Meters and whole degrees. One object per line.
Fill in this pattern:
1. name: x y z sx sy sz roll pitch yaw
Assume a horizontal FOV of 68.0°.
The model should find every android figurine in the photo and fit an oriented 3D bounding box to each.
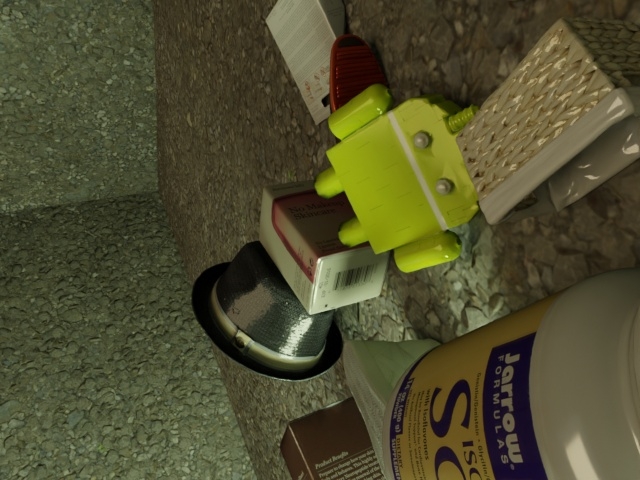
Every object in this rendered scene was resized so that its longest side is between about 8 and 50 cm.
1. android figurine: 0.108 -0.081 0.629 0.273 0.056 0.248 -21 96 46

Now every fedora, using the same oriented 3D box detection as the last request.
1. fedora: -0.082 0.111 0.946 0.334 0.334 0.152 55 128 39

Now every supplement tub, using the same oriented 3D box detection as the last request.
1. supplement tub: 0.222 0.165 0.388 0.241 0.241 0.331 68 153 19

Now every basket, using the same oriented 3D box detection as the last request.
1. basket: 0.217 -0.103 0.429 0.103 0.113 0.167 69 152 22

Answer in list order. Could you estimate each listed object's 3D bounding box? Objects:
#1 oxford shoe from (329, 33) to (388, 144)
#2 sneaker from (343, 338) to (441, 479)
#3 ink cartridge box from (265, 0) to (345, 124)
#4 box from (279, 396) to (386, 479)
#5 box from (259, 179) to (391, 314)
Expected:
1. oxford shoe: 0.051 -0.178 0.753 0.098 0.097 0.271 -170 70 -68
2. sneaker: 0.147 0.226 0.635 0.292 0.169 0.108 -115 27 -60
3. ink cartridge box: -0.003 -0.345 0.859 0.225 0.056 0.181 61 155 -9
4. box: 0.088 0.492 0.855 0.381 0.191 0.143 61 149 32
5. box: 0.000 0.000 0.866 0.232 0.148 0.127 50 142 43
